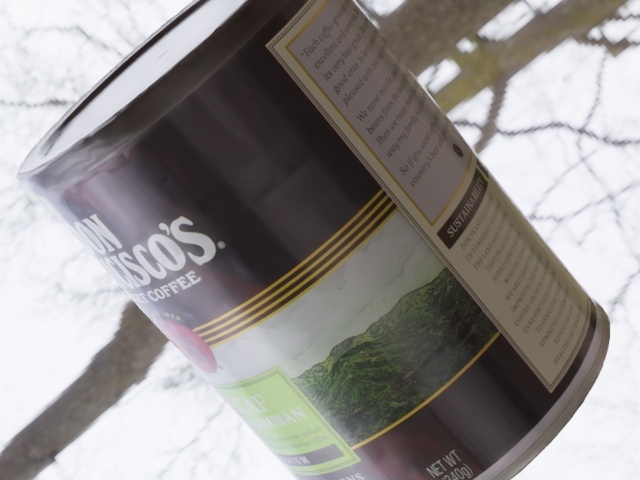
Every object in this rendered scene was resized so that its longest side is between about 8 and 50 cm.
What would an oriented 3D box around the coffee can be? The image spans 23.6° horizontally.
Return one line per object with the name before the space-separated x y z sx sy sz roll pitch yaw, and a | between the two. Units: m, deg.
coffee can | 0.000 0.000 0.847 0.275 0.201 0.201 49 -148 -15
